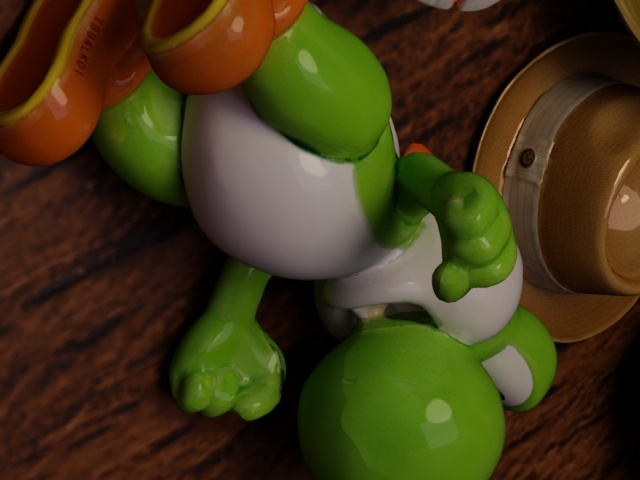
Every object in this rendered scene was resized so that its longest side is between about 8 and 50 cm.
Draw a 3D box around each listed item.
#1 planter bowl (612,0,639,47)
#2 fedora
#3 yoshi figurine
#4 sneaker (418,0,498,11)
[{"bbox_3d":[0.247,-0.159,1.074,0.217,0.090,0.217,4,74,-15],"label":"planter bowl"},{"bbox_3d":[0.177,-0.029,1.077,0.194,0.079,0.194,-8,104,-36],"label":"fedora"},{"bbox_3d":[0.002,0.020,0.900,0.203,0.203,0.362,-47,127,-1],"label":"yoshi figurine"},{"bbox_3d":[0.003,-0.184,0.920,0.215,0.083,0.084,21,120,-22],"label":"sneaker"}]
